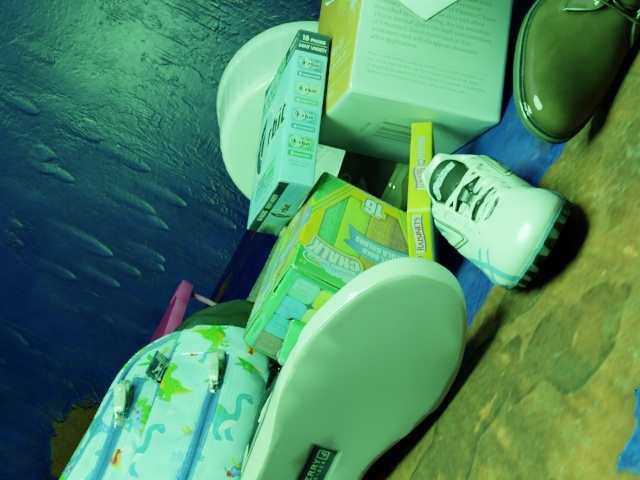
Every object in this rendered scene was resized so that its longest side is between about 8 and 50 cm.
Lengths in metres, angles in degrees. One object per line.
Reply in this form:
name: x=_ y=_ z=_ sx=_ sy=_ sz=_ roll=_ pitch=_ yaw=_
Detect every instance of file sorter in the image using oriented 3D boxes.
file sorter: x=-0.201 y=0.255 z=1.577 sx=0.290 sy=0.182 sz=0.202 roll=-59 pitch=10 yaw=24

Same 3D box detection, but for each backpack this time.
backpack: x=-0.148 y=0.265 z=1.092 sx=0.355 sy=0.273 sz=0.290 roll=-96 pitch=20 yaw=-50

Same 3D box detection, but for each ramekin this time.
ramekin: x=-0.017 y=-0.163 z=1.518 sx=0.277 sy=0.277 sz=0.135 roll=-58 pitch=17 yaw=28

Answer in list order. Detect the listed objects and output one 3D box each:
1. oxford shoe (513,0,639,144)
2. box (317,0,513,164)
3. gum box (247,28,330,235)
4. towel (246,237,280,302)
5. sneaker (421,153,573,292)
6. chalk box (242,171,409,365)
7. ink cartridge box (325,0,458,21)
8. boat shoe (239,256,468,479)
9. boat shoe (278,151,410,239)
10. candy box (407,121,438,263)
oxford shoe: x=0.215 y=-0.179 z=0.800 sx=0.227 sy=0.083 sz=0.096 roll=-64 pitch=11 yaw=-14
box: x=0.104 y=-0.283 z=1.187 sx=0.215 sy=0.168 sz=0.345 roll=146 pitch=134 yaw=-73
gum box: x=-0.037 y=-0.118 z=1.188 sx=0.157 sy=0.041 sz=0.184 roll=130 pitch=148 yaw=-65
towel: x=-0.075 y=0.058 z=1.904 sx=0.282 sy=0.049 sz=0.187 roll=-63 pitch=7 yaw=4
sneaker: x=0.128 y=-0.023 z=0.819 sx=0.085 sy=0.086 sz=0.237 roll=-60 pitch=10 yaw=6
chalk box: x=0.012 y=0.057 z=1.097 sx=0.132 sy=0.132 sz=0.213 roll=-56 pitch=12 yaw=39
ink cartridge box: x=0.170 y=-0.285 z=0.928 sx=0.333 sy=0.065 sz=0.165 roll=-26 pitch=15 yaw=26
boat shoe: x=0.012 y=0.118 z=0.896 sx=0.340 sy=0.127 sz=0.158 roll=-60 pitch=14 yaw=30
boat shoe: x=0.000 y=0.000 z=1.370 sx=0.342 sy=0.123 sz=0.123 roll=-55 pitch=11 yaw=40
candy box: x=0.101 y=-0.030 z=1.024 sx=0.206 sy=0.027 sz=0.105 roll=-78 pitch=-14 yaw=-62
